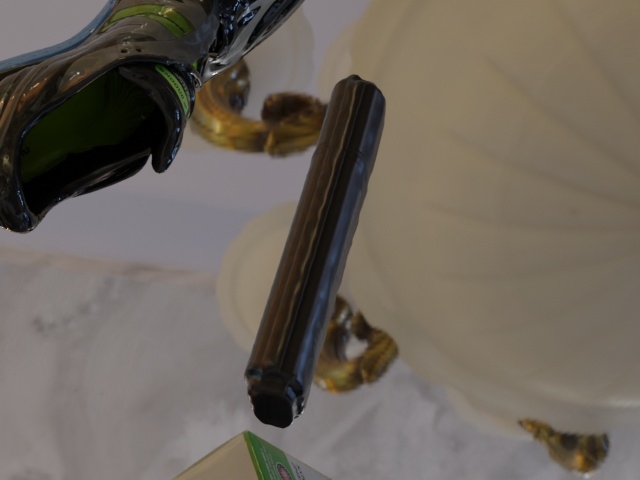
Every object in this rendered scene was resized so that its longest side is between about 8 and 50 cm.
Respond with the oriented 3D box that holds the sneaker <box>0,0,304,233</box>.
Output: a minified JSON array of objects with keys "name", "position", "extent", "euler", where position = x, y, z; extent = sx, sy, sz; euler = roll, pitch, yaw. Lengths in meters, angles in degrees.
[{"name":"sneaker","position":[-0.065,-0.063,0.456],"extent":[0.188,0.078,0.067],"euler":[-41,-41,-25]}]

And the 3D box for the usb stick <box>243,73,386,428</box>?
[{"name":"usb stick","position":[0.000,0.000,0.857],"extent":[0.045,0.278,0.077],"euler":[12,-32,7]}]

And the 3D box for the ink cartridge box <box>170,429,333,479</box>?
[{"name":"ink cartridge box","position":[-0.009,0.260,0.916],"extent":[0.087,0.153,0.208],"euler":[-37,-43,12]}]
